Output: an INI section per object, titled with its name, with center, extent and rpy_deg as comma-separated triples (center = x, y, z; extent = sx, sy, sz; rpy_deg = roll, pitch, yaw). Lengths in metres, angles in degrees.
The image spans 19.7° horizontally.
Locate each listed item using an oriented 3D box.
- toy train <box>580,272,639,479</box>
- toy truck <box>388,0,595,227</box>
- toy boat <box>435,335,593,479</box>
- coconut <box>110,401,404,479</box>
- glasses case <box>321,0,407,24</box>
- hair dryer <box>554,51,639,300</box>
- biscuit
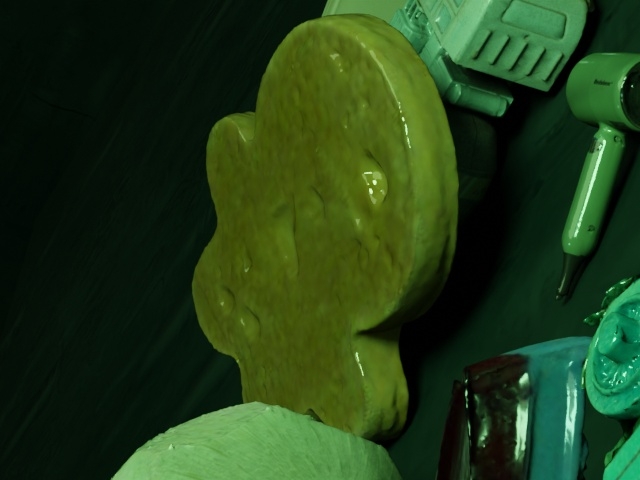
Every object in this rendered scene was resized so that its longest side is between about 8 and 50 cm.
[toy train]
center = 0.186, 0.053, 0.722
extent = 0.198, 0.107, 0.154
rpy_deg = -57, 25, 25
[toy truck]
center = 0.088, -0.092, 1.263
extent = 0.257, 0.108, 0.140
rpy_deg = -59, 30, 31
[toy boat]
center = 0.100, 0.147, 0.837
extent = 0.100, 0.097, 0.223
rpy_deg = -118, 31, -66
[coconut]
center = -0.038, 0.194, 1.033
extent = 0.234, 0.224, 0.224
rpy_deg = 118, 170, -62
[glasses case]
center = 0.041, -0.179, 1.580
extent = 0.050, 0.083, 0.196
rpy_deg = -24, 42, 66
[hair dryer]
center = 0.158, -0.036, 1.063
extent = 0.071, 0.047, 0.150
rpy_deg = -157, 86, -73
[biscuit]
center = 0.002, 0.000, 1.257
extent = 0.275, 0.052, 0.355
rpy_deg = 60, 144, 32
